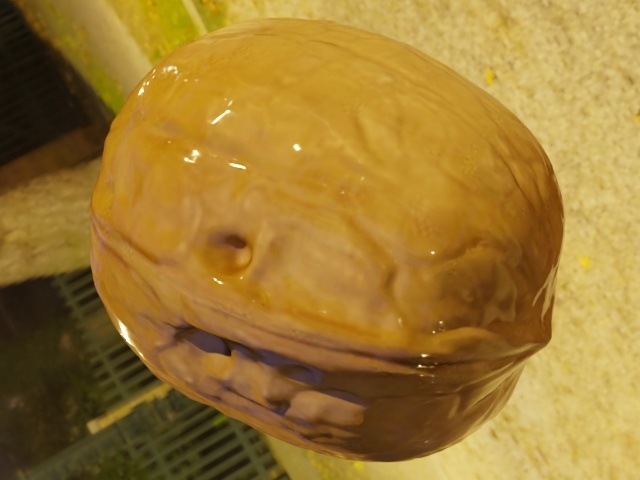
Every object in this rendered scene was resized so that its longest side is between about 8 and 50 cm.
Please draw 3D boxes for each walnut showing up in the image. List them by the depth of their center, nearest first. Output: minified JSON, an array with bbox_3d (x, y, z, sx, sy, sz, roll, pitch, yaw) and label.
[{"bbox_3d":[0.000,0.000,0.531,0.226,0.193,0.193,32,159,19],"label":"walnut"}]
